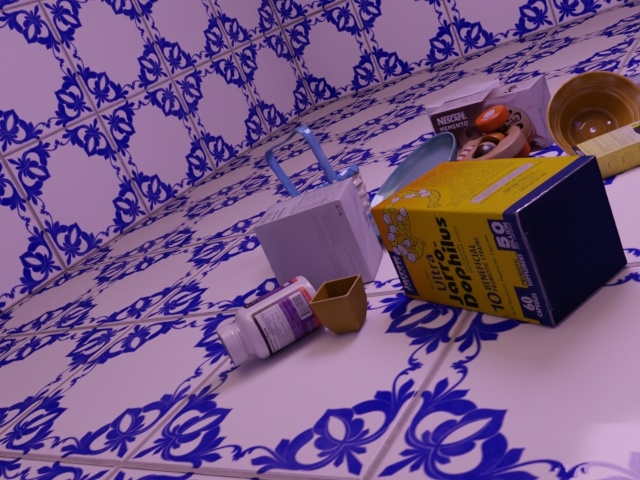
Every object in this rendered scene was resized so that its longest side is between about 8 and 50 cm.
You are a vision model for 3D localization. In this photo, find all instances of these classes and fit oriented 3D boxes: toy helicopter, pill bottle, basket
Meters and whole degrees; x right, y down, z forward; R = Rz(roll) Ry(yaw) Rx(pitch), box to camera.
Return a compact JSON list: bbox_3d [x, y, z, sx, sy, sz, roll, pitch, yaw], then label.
[{"bbox_3d":[0.347,-0.174,1.778,0.355,0.140,0.235,-26,23,31],"label":"toy helicopter"},{"bbox_3d":[-0.094,0.157,1.346,0.193,0.108,0.108,-28,18,-14],"label":"pill bottle"},{"bbox_3d":[-0.015,-0.122,1.720,0.201,0.289,0.254,-39,10,-21],"label":"basket"}]

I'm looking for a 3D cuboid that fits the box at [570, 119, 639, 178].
[{"bbox_3d":[0.651,-0.199,1.479,0.232,0.058,0.087,-23,28,7],"label":"box"}]

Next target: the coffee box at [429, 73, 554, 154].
[{"bbox_3d":[0.464,-0.313,1.900,0.297,0.168,0.119,-8,23,40],"label":"coffee box"}]

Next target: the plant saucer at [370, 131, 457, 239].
[{"bbox_3d":[0.217,-0.121,1.687,0.317,0.043,0.318,-48,15,17],"label":"plant saucer"}]

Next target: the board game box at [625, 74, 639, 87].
[{"bbox_3d":[0.862,-0.437,1.989,0.090,0.020,0.090,-31,18,-23],"label":"board game box"}]

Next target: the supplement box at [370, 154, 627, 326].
[{"bbox_3d":[0.285,-0.011,1.196,0.195,0.194,0.356,-32,18,-25],"label":"supplement box"}]

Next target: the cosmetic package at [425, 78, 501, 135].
[{"bbox_3d":[0.445,-0.371,2.123,0.183,0.151,0.151,-29,17,-20],"label":"cosmetic package"}]

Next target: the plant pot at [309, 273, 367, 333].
[{"bbox_3d":[0.042,0.123,1.306,0.081,0.083,0.081,-14,20,28],"label":"plant pot"}]

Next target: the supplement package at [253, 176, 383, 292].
[{"bbox_3d":[0.000,0.000,1.539,0.203,0.194,0.149,-17,18,20],"label":"supplement package"}]

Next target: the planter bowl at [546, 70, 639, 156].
[{"bbox_3d":[0.618,-0.263,1.601,0.217,0.217,0.090,-22,-18,7],"label":"planter bowl"}]
